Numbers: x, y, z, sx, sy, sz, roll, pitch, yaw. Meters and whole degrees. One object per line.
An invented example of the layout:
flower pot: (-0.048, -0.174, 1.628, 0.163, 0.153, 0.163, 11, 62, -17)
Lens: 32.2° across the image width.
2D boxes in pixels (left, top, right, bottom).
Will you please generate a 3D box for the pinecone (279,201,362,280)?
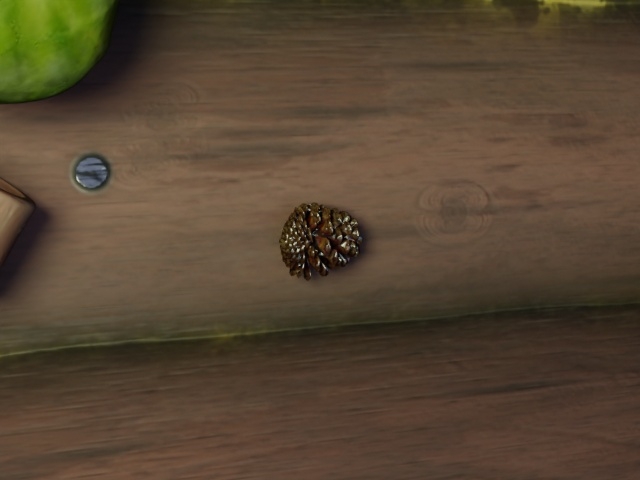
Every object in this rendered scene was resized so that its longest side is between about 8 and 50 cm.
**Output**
pinecone: (0.000, 0.000, 1.083, 0.083, 0.077, 0.077, -3, 101, -18)

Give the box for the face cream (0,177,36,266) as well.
face cream: (-0.328, -0.023, 0.925, 0.149, 0.149, 0.104, 32, 88, -22)

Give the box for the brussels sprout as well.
brussels sprout: (-0.277, -0.241, 0.861, 0.210, 0.219, 0.271, -24, 123, -17)
